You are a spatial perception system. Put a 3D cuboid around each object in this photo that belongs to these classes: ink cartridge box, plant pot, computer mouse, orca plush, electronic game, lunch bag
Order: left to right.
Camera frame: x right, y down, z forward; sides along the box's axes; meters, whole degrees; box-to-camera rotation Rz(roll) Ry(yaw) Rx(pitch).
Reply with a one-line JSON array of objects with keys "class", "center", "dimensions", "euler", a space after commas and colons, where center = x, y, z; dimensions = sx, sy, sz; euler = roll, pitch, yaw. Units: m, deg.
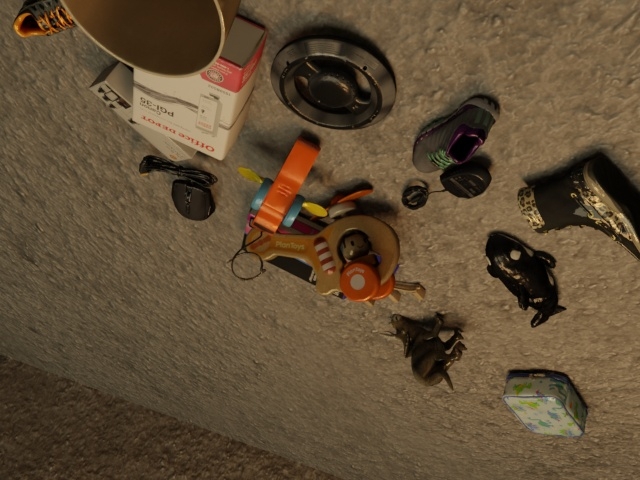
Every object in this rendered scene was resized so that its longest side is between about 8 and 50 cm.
[{"class": "computer mouse", "center": [-0.338, -0.110, 1.752], "dimensions": [0.184, 0.060, 0.262], "euler": [18, 161, -3]}, {"class": "plant pot", "center": [-0.200, -0.419, 1.070], "dimensions": [0.257, 0.274, 0.256], "euler": [16, 146, 11]}, {"class": "ink cartridge box", "center": [-0.233, -0.304, 1.405], "dimensions": [0.207, 0.117, 0.283], "euler": [24, 148, -1]}, {"class": "ink cartridge box", "center": [-0.007, 0.038, 1.793], "dimensions": [0.371, 0.069, 0.175], "euler": [24, 147, 3]}, {"class": "electronic game", "center": [0.022, -0.278, 1.345], "dimensions": [0.229, 0.048, 0.229], "euler": [11, 150, 6]}, {"class": "computer mouse", "center": [0.243, -0.107, 1.473], "dimensions": [0.071, 0.041, 0.242], "euler": [37, 152, -23]}, {"class": "orca plush", "center": [0.427, 0.112, 1.603], "dimensions": [0.151, 0.102, 0.287], "euler": [2, 142, 30]}, {"class": "lunch bag", "center": [0.589, 0.431, 1.977], "dimensions": [0.176, 0.090, 0.219], "euler": [-9, 135, 40]}]

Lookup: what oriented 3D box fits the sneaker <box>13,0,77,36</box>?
[{"class": "sneaker", "center": [-0.496, -0.429, 1.425], "dimensions": [0.215, 0.083, 0.084], "euler": [-2, 138, 33]}]

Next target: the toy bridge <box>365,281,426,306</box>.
[{"class": "toy bridge", "center": [0.174, 0.128, 1.859], "dimensions": [0.188, 0.026, 0.063], "euler": [-14, 131, 46]}]

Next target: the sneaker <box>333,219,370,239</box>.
[{"class": "sneaker", "center": [0.078, -0.031, 1.680], "dimensions": [0.119, 0.047, 0.057], "euler": [-4, 127, 35]}]

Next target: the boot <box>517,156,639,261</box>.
[{"class": "boot", "center": [0.489, -0.038, 1.365], "dimensions": [0.236, 0.085, 0.179], "euler": [46, 144, -20]}]

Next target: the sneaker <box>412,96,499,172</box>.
[{"class": "sneaker", "center": [0.223, -0.164, 1.335], "dimensions": [0.083, 0.098, 0.224], "euler": [31, 147, -11]}]

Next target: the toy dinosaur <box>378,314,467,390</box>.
[{"class": "toy dinosaur", "center": [0.279, 0.293, 1.867], "dimensions": [0.121, 0.313, 0.160], "euler": [33, 110, -33]}]

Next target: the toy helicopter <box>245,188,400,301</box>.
[{"class": "toy helicopter", "center": [0.000, 0.000, 1.632], "dimensions": [0.355, 0.234, 0.140], "euler": [6, -179, 22]}]

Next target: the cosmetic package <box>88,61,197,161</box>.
[{"class": "cosmetic package", "center": [-0.366, -0.265, 1.584], "dimensions": [0.239, 0.060, 0.099], "euler": [43, 158, -28]}]

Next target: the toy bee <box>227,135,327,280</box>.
[{"class": "toy bee", "center": [-0.104, -0.080, 1.568], "dimensions": [0.195, 0.298, 0.162], "euler": [49, -179, -7]}]
